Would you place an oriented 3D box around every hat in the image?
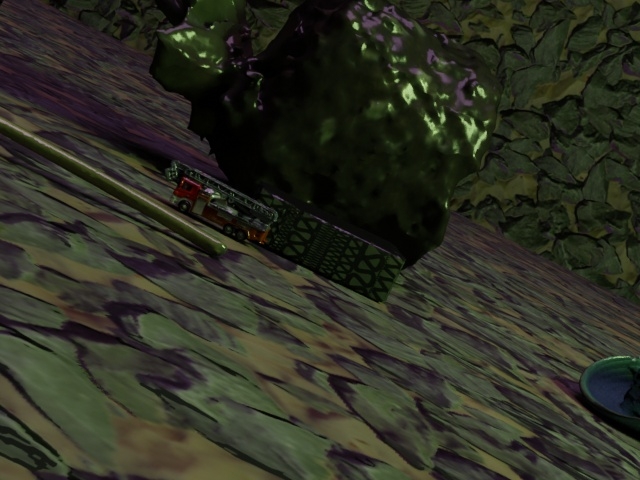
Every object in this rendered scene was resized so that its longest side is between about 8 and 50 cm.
[{"bbox_3d":[0.286,0.120,0.884,0.191,0.077,0.138,23,9,-28],"label":"hat"}]

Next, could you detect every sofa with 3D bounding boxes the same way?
[{"bbox_3d":[0.000,0.000,0.872,0.118,0.039,0.060,27,8,-7],"label":"sofa"}]

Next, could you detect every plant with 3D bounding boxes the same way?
[{"bbox_3d":[-0.019,-0.124,1.024,0.312,0.213,0.215,23,11,-12],"label":"plant"}]

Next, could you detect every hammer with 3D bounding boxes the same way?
[{"bbox_3d":[-0.135,-0.051,0.703,0.195,0.060,0.028,30,6,-10],"label":"hammer"}]

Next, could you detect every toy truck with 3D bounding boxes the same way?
[{"bbox_3d":[-0.071,-0.025,0.821,0.083,0.032,0.024,26,11,3],"label":"toy truck"}]

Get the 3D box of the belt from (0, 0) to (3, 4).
[{"bbox_3d":[-0.326,-0.189,0.733,0.260,0.122,0.325,32,8,-19],"label":"belt"}]
